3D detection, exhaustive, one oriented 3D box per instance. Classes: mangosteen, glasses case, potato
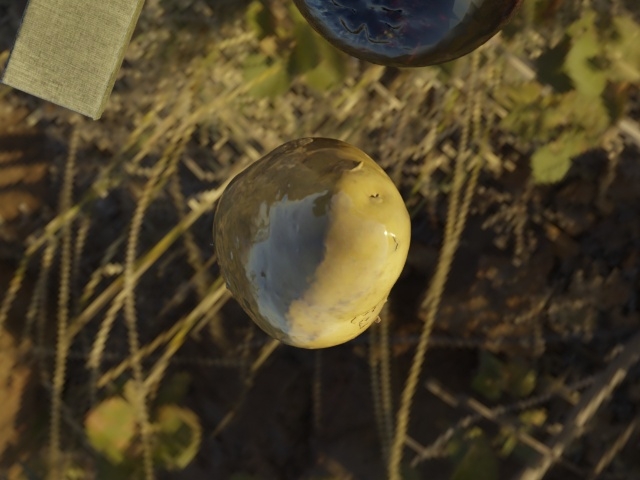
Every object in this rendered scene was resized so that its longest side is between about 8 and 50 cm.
[{"bbox_3d":[0.099,-0.342,1.802,0.300,0.300,0.300,18,131,22],"label":"mangosteen"},{"bbox_3d":[-0.138,-0.185,1.088,0.071,0.047,0.205,22,107,-2],"label":"glasses case"},{"bbox_3d":[-0.002,-0.005,1.260,0.161,0.128,0.235,66,155,20],"label":"potato"}]
